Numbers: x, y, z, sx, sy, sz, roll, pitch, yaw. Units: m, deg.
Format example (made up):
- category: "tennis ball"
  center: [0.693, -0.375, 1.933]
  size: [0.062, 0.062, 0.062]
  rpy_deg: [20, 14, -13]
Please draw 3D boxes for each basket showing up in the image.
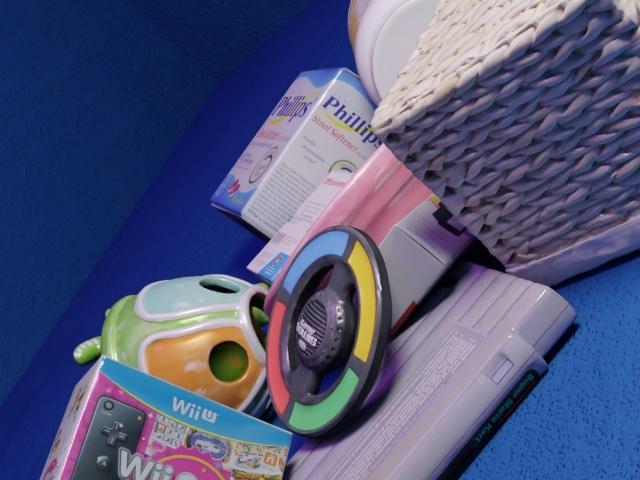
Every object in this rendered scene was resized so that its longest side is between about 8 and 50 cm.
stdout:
- category: "basket"
  center: [0.276, -0.180, 1.231]
  size: [0.331, 0.266, 0.328]
  rpy_deg: [-32, 23, 47]

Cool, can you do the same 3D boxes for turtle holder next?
- category: "turtle holder"
  center: [-0.149, 0.162, 1.646]
  size: [0.227, 0.243, 0.320]
  rpy_deg: [-26, -18, 17]

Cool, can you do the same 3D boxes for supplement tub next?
- category: "supplement tub"
  center: [0.167, -0.302, 1.837]
  size: [0.241, 0.241, 0.331]
  rpy_deg: [-43, 17, 13]

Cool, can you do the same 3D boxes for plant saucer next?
- category: "plant saucer"
  center: [0.064, -0.012, 1.539]
  size: [0.332, 0.084, 0.332]
  rpy_deg: [-48, -8, -9]

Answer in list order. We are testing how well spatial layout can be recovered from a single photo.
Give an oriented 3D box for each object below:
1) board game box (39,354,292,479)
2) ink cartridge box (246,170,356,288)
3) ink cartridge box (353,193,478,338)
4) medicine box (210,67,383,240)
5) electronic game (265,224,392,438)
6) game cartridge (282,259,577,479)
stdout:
- category: "board game box"
  center: [-0.174, 0.296, 1.201]
  size: [0.097, 0.224, 0.303]
  rpy_deg: [-46, 24, 51]
- category: "ink cartridge box"
  center: [0.000, 0.000, 1.827]
  size: [0.203, 0.086, 0.148]
  rpy_deg: [-48, 16, -7]
- category: "ink cartridge box"
  center: [0.111, 0.020, 1.380]
  size: [0.127, 0.072, 0.175]
  rpy_deg: [-56, -10, 31]
- category: "medicine box"
  center: [-0.024, -0.129, 2.038]
  size: [0.289, 0.149, 0.263]
  rpy_deg: [-56, 17, -4]
- category: "electronic game"
  center: [0.004, 0.096, 1.306]
  size: [0.229, 0.048, 0.229]
  rpy_deg: [-30, 53, 51]
- category: "game cartridge"
  center: [0.089, 0.179, 1.231]
  size: [0.355, 0.068, 0.230]
  rpy_deg: [-49, 20, -6]
